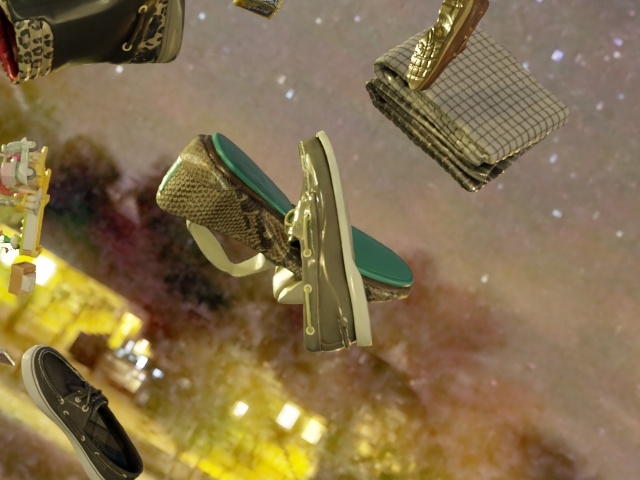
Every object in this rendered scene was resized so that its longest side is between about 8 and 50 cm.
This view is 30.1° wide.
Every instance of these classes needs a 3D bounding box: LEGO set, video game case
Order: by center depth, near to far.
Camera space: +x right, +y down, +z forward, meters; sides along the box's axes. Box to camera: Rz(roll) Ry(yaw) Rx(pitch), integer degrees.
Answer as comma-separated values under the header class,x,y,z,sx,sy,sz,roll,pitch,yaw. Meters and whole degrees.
class,x,y,z,sx,sy,sz,roll,pitch,yaw
LEGO set,-0.468,-0.050,1.772,0.107,0.132,0.287,10,-44,-6
video game case,-0.561,0.184,1.990,0.087,0.011,0.122,16,-16,-3

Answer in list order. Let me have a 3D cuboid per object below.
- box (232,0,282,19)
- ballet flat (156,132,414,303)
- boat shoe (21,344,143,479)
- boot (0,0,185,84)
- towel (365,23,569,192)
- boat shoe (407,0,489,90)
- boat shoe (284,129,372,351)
class,x,y,z,sx,sy,sz,roll,pitch,yaw
box,-0.064,-0.394,1.630,0.059,0.169,0.054,20,-13,-15
ballet flat,-0.066,0.003,1.912,0.482,0.182,0.164,32,23,-35
boat shoe,-0.313,0.234,1.599,0.076,0.080,0.228,-24,-83,35
boot,-0.218,-0.261,1.119,0.085,0.178,0.236,41,-42,41
towel,0.248,-0.234,2.011,0.283,0.235,0.121,45,-38,16
boat shoe,0.192,-0.295,1.775,0.060,0.178,0.064,11,34,-33
boat shoe,0.000,-0.001,1.574,0.091,0.305,0.109,-11,-19,2
